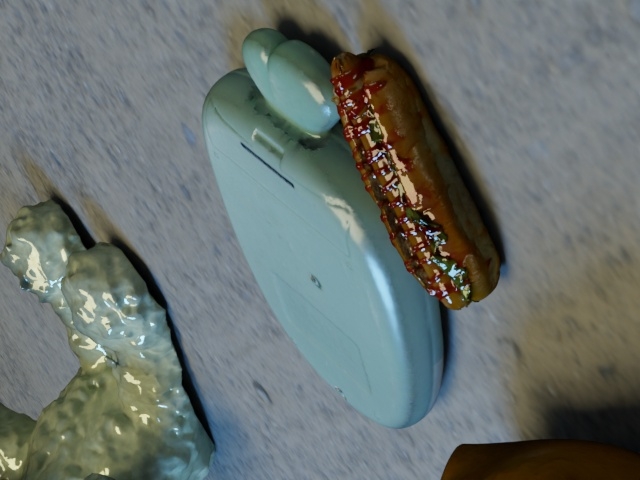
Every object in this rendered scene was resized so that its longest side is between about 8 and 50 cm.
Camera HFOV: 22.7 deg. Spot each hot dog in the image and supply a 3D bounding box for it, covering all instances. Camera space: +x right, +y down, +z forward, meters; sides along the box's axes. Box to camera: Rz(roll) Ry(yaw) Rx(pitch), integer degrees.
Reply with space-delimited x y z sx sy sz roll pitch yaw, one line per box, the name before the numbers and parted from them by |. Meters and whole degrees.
hot dog | 0.043 -0.029 0.779 0.062 0.038 0.144 11 132 63

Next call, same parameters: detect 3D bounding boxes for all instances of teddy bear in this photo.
teddy bear | -0.282 0.225 1.453 0.327 0.362 0.375 29 149 50

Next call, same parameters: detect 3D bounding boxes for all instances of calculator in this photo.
calculator | 0.000 0.000 0.916 0.184 0.042 0.295 40 155 37

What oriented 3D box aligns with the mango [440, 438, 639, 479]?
mango | 0.115 0.191 0.774 0.201 0.152 0.287 68 159 7
